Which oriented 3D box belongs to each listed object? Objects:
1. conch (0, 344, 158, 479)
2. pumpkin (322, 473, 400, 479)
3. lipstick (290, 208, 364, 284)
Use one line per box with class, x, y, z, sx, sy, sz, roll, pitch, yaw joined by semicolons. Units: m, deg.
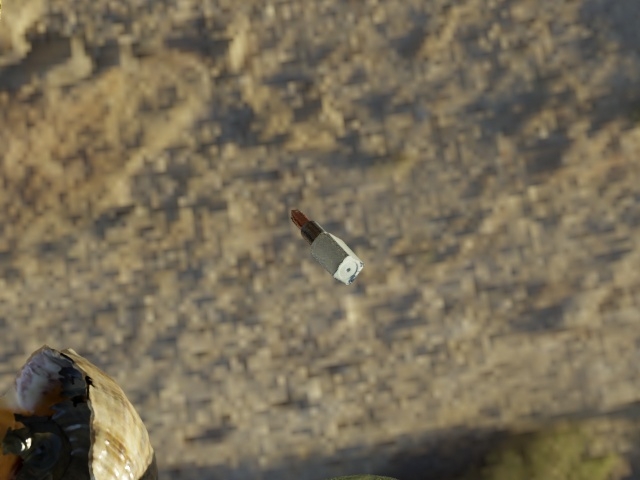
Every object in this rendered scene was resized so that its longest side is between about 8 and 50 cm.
conch;-0.212;0.212;1.615;0.159;0.291;0.210;34;92;-38
pumpkin;0.014;0.367;1.706;0.293;0.197;0.263;-39;-159;-33
lipstick;0.000;0.000;1.738;0.025;0.107;0.025;29;103;-43
